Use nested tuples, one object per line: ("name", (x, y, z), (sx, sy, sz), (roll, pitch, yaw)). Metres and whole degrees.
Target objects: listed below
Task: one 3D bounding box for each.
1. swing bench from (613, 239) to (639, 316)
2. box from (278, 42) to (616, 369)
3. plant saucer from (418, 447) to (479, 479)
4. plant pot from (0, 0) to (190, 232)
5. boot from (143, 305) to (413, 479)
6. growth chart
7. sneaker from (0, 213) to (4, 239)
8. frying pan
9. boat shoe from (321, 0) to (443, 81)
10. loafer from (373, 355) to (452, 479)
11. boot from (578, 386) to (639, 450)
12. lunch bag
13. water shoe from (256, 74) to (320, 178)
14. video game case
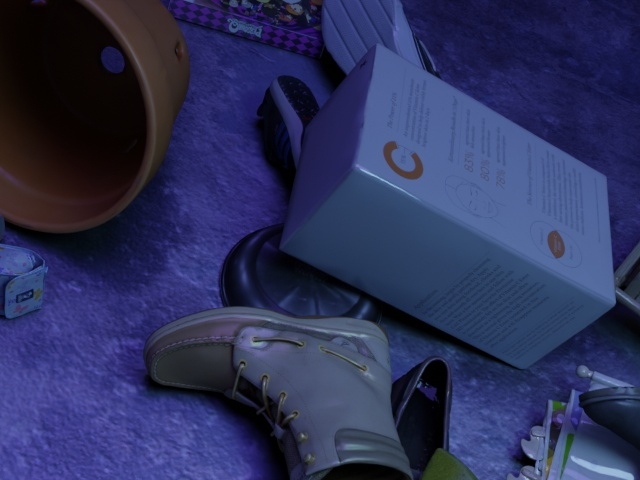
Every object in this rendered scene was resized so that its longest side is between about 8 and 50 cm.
("swing bench", (0.504, 0.071, 1.294), (0.253, 0.165, 0.255), (39, 11, 16))
("box", (0.153, -0.034, 1.215), (0.345, 0.168, 0.215), (27, 45, -17))
("plant saucer", (0.147, 0.321, 0.986), (0.188, 0.045, 0.188), (50, 47, -11))
("plant pot", (-0.278, -0.179, 1.175), (0.291, 0.291, 0.203), (28, 30, 4))
("boot", (-0.045, 0.171, 1.040), (0.262, 0.095, 0.203), (4, 42, -12))
("growth chart", (0.307, 0.243, 1.147), (0.172, 0.021, 0.237), (26, 56, 13))
("sneaker", (-0.400, -0.001, 1.118), (0.057, 0.047, 0.119), (27, 41, 26))
("frying pan", (0.021, 0.019, 1.256), (0.197, 0.053, 0.326), (39, 52, 14))
("boat shoe", (0.098, -0.240, 1.473), (0.119, 0.121, 0.335), (30, 36, -58))
("loafer", (0.087, 0.233, 1.066), (0.096, 0.084, 0.267), (19, 47, -4))
("boot", (0.356, 0.266, 1.086), (0.190, 0.076, 0.208), (13, 69, -13))
("lunch bag", (-0.329, 0.043, 1.081), (0.083, 0.071, 0.053), (9, 47, -14))
("water shoe", (-0.025, -0.117, 1.334), (0.073, 0.080, 0.203), (6, 52, -33))
("video game case", (-0.096, -0.380, 1.559), (0.232, 0.042, 0.210), (15, 49, -8))
